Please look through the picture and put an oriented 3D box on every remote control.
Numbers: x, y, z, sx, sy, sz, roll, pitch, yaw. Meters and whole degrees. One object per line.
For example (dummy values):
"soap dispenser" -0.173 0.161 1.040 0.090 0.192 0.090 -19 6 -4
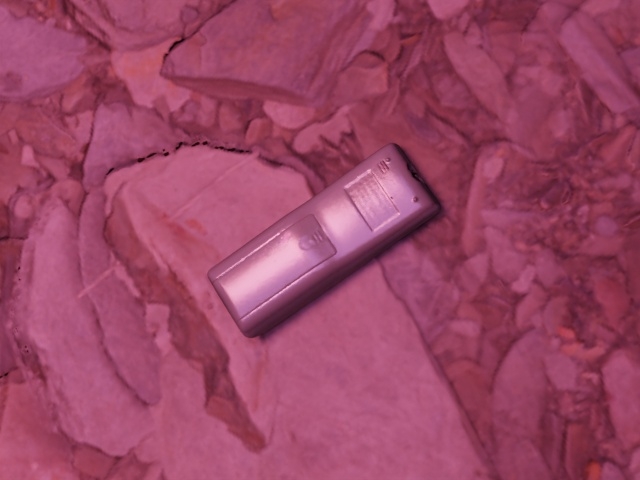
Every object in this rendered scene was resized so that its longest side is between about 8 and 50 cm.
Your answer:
"remote control" 0.000 0.000 0.638 0.162 0.029 0.061 -36 77 9
